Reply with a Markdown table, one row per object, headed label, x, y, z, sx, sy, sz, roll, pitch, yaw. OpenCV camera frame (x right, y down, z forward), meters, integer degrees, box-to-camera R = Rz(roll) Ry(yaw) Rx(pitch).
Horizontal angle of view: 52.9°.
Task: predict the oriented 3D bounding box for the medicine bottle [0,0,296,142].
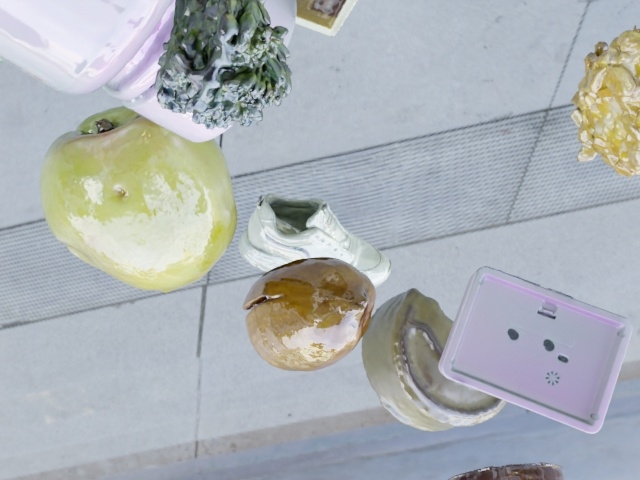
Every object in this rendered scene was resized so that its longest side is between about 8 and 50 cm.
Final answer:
| label | x | y | z | sx | sy | sz | roll | pitch | yaw |
| --- | --- | --- | --- | --- | --- | --- | --- | --- | --- |
| medicine bottle | -0.196 | -0.249 | 0.605 | 0.302 | 0.241 | 0.241 | 29 | 117 | -35 |

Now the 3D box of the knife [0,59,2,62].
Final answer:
| label | x | y | z | sx | sy | sz | roll | pitch | yaw |
| --- | --- | --- | --- | --- | --- | --- | --- | --- | --- |
| knife | -0.463 | -0.298 | 1.023 | 0.212 | 0.015 | 0.054 | 6 | 99 | 11 |

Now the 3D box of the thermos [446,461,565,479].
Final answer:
| label | x | y | z | sx | sy | sz | roll | pitch | yaw |
| --- | --- | --- | --- | --- | --- | --- | --- | --- | --- |
| thermos | 0.159 | 0.284 | 0.452 | 0.124 | 0.231 | 0.099 | -15 | 146 | 13 |

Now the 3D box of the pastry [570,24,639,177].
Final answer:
| label | x | y | z | sx | sy | sz | roll | pitch | yaw |
| --- | --- | --- | --- | --- | --- | --- | --- | --- | --- |
| pastry | 0.334 | -0.147 | 0.689 | 0.102 | 0.250 | 0.154 | -43 | 82 | 4 |

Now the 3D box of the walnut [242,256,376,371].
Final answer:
| label | x | y | z | sx | sy | sz | roll | pitch | yaw |
| --- | --- | --- | --- | --- | --- | --- | --- | --- | --- |
| walnut | -0.010 | 0.127 | 1.137 | 0.209 | 0.208 | 0.336 | 33 | 155 | -22 |

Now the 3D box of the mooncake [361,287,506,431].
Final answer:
| label | x | y | z | sx | sy | sz | roll | pitch | yaw |
| --- | --- | --- | --- | --- | --- | --- | --- | --- | --- |
| mooncake | 0.337 | 0.323 | 1.788 | 0.395 | 0.392 | 0.246 | -8 | 161 | -27 |

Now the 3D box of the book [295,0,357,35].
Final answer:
| label | x | y | z | sx | sy | sz | roll | pitch | yaw |
| --- | --- | --- | --- | --- | --- | --- | --- | --- | --- |
| book | -0.072 | -0.443 | 0.862 | 0.268 | 0.389 | 0.032 | -61 | 154 | -3 |

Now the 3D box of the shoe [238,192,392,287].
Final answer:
| label | x | y | z | sx | sy | sz | roll | pitch | yaw |
| --- | --- | --- | --- | --- | --- | --- | --- | --- | --- |
| shoe | 0.000 | 0.000 | 1.377 | 0.342 | 0.132 | 0.210 | 16 | 143 | -3 |

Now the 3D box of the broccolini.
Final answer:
| label | x | y | z | sx | sy | sz | roll | pitch | yaw |
| --- | --- | --- | --- | --- | --- | --- | --- | --- | --- |
| broccolini | -0.044 | -0.156 | 0.324 | 0.068 | 0.091 | 0.202 | 4 | 89 | -15 |

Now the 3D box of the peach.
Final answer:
| label | x | y | z | sx | sy | sz | roll | pitch | yaw |
| --- | --- | --- | --- | --- | --- | --- | --- | --- | --- |
| peach | -0.280 | -0.070 | 1.042 | 0.314 | 0.281 | 0.315 | 3 | 139 | 48 |

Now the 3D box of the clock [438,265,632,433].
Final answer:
| label | x | y | z | sx | sy | sz | roll | pitch | yaw |
| --- | --- | --- | --- | --- | --- | --- | --- | --- | --- |
| clock | 0.263 | 0.133 | 0.802 | 0.197 | 0.063 | 0.150 | 20 | 82 | 7 |
